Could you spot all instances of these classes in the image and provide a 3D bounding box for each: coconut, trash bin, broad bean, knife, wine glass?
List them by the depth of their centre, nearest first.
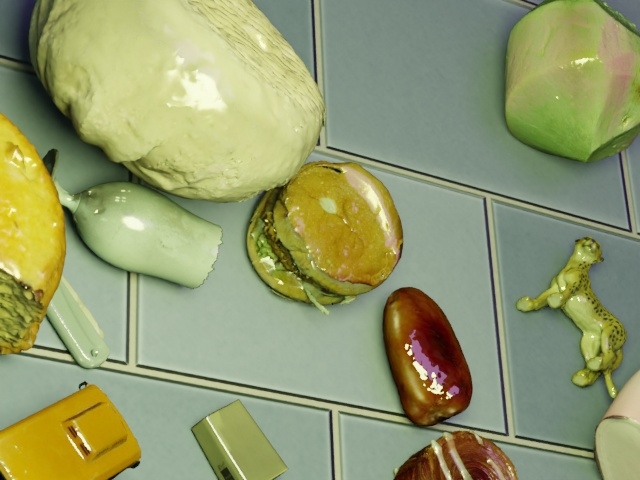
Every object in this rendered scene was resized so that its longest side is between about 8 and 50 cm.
[{"bbox_3d":[-0.268,0.060,1.652,0.044,0.023,0.162,-29,85,-39],"label":"knife"},{"bbox_3d":[-0.086,0.220,1.683,0.061,0.043,0.092,-26,79,-41],"label":"trash bin"},{"bbox_3d":[-0.207,-0.018,1.692,0.202,0.093,0.093,22,55,-23],"label":"wine glass"},{"bbox_3d":[0.118,0.130,1.843,0.165,0.084,0.114,71,14,15],"label":"broad bean"},{"bbox_3d":[0.341,-0.205,2.105,0.204,0.236,0.236,-2,62,2],"label":"coconut"}]

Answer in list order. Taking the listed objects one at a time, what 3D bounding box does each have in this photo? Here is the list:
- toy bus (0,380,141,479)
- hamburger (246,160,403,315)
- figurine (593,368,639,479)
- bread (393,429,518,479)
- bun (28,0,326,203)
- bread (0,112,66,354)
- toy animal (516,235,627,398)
[{"bbox_3d":[-0.259,0.210,1.488,0.098,0.114,0.201,56,27,5],"label":"toy bus"},{"bbox_3d":[0.000,0.000,1.823,0.177,0.113,0.185,15,66,-35],"label":"hamburger"},{"bbox_3d":[0.501,0.236,2.001,0.284,0.206,0.315,44,55,1],"label":"figurine"},{"bbox_3d":[0.155,0.296,1.788,0.160,0.073,0.160,19,54,-28],"label":"bread"},{"bbox_3d":[-0.164,-0.173,1.701,0.359,0.211,0.360,41,15,-14],"label":"bun"},{"bbox_3d":[-0.378,-0.053,1.521,0.340,0.194,0.179,31,59,-14],"label":"bread"},{"bbox_3d":[0.345,0.099,2.029,0.136,0.073,0.181,-35,90,-43],"label":"toy animal"}]
